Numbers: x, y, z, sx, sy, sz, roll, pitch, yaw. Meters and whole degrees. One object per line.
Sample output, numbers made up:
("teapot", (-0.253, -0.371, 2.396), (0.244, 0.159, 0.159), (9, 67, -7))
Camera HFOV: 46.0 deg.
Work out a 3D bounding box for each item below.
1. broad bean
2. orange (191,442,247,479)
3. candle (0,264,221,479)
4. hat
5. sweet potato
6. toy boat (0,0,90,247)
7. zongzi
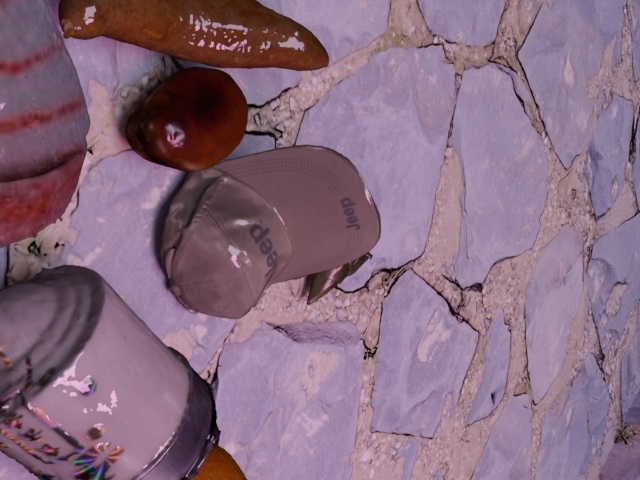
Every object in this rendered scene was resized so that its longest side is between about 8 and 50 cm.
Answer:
("broad bean", (-0.145, -0.139, 0.868), (0.165, 0.084, 0.114), (-45, 138, -41))
("orange", (-0.173, 0.324, 0.849), (0.206, 0.206, 0.206), (-13, 107, -48))
("candle", (-0.250, 0.122, 0.717), (0.187, 0.187, 0.330), (-56, 134, -26))
("hat", (-0.060, 0.003, 0.916), (0.214, 0.245, 0.149), (62, 31, -34))
("sweet potato", (-0.138, -0.239, 0.839), (0.341, 0.114, 0.092), (-2, 127, -44))
("toy boat", (-0.275, -0.141, 0.655), (0.206, 0.096, 0.282), (-42, 142, -54))
("zongzi", (0.000, 0.000, 1.097), (0.130, 0.062, 0.154), (-37, 119, -25))
